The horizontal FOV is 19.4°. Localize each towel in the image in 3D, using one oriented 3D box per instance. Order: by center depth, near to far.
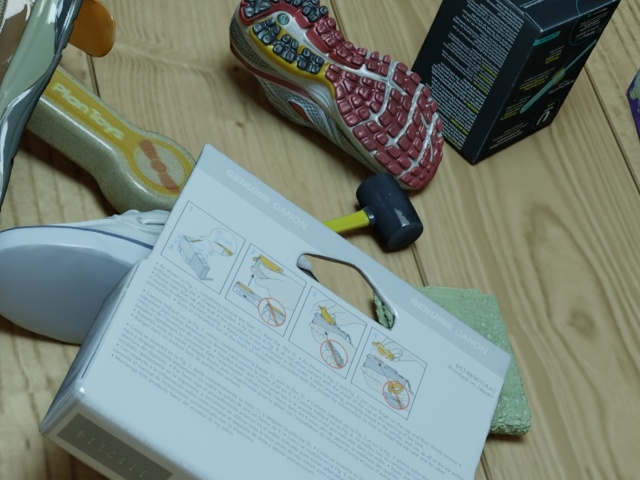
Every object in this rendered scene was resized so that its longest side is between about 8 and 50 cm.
[{"bbox_3d":[0.104,0.093,1.483,0.110,0.027,0.148,3,47,-22],"label":"towel"}]

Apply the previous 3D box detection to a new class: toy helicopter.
[{"bbox_3d":[-0.239,-0.138,1.510,0.355,0.140,0.235,38,35,-2],"label":"toy helicopter"}]

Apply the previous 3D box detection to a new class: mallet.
[{"bbox_3d":[0.000,0.000,1.525,0.190,0.039,0.062,-23,63,-32],"label":"mallet"}]

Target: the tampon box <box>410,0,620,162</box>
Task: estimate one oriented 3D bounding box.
[{"bbox_3d":[0.166,-0.172,1.665,0.120,0.161,0.101,-26,63,-41],"label":"tampon box"}]

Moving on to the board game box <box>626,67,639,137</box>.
[{"bbox_3d":[0.472,-0.057,1.774,0.347,0.056,0.208,9,50,-16],"label":"board game box"}]

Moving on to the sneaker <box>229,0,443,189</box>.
[{"bbox_3d":[0.014,-0.129,1.614,0.225,0.093,0.088,44,64,-4],"label":"sneaker"}]

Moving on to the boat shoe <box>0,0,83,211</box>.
[{"bbox_3d":[-0.276,-0.073,1.339,0.120,0.122,0.324,24,71,-15],"label":"boat shoe"}]

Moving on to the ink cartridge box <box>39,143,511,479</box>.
[{"bbox_3d":[-0.019,0.109,1.333,0.296,0.066,0.261,35,43,-12],"label":"ink cartridge box"}]

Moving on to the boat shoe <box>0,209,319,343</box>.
[{"bbox_3d":[-0.127,0.018,1.407,0.268,0.096,0.088,4,40,-19],"label":"boat shoe"}]
